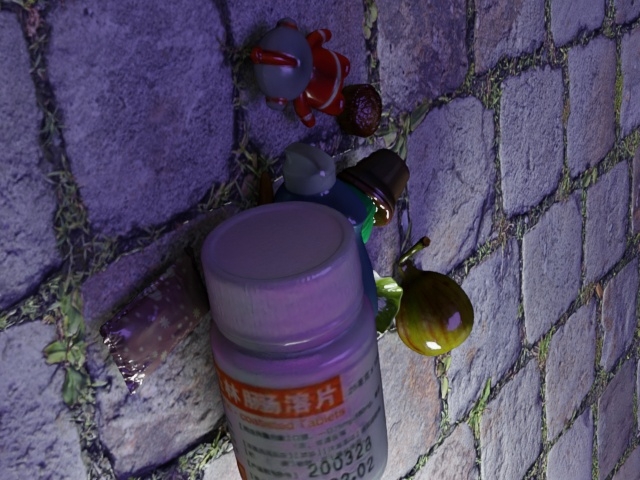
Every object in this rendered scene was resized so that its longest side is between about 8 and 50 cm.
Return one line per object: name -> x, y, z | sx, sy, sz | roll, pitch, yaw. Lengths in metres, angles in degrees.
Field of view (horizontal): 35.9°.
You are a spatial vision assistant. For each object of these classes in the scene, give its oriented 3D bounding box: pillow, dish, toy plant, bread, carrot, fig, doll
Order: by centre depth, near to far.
pillow -> -0.195, 0.096, 1.229 | 0.185, 0.043, 0.118 | -53, 141, -39
doll -> -0.030, -0.233, 1.362 | 0.245, 0.076, 0.142 | 3, 95, -59
carrot -> -0.081, -0.026, 1.377 | 0.035, 0.035, 0.142 | 16, 78, -56
toy plant -> 0.053, -0.049, 1.510 | 0.200, 0.105, 0.143 | -46, 155, -13
bread -> 0.065, -0.201, 1.521 | 0.085, 0.053, 0.085 | -19, 113, -52
dish -> 0.084, 0.093, 1.637 | 0.091, 0.039, 0.137 | -62, 141, -17
fig -> 0.181, 0.112, 1.716 | 0.186, 0.148, 0.142 | 43, 71, -6

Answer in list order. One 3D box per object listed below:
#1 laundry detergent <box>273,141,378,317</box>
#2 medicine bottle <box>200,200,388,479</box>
laundry detergent -> 0.000, 0.000, 1.380 | 0.094, 0.143, 0.290 | -45, 138, -40
medicine bottle -> -0.029, 0.160, 1.308 | 0.219, 0.219, 0.388 | -42, 137, -42
